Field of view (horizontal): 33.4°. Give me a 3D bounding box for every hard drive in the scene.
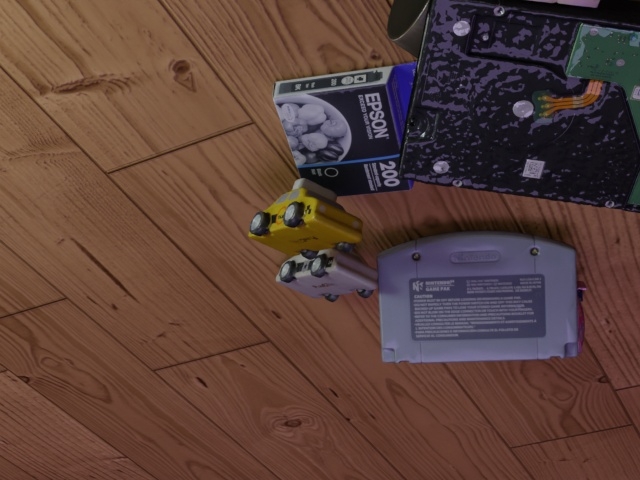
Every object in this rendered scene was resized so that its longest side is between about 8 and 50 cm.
[{"bbox_3d":[0.268,-0.151,1.153,0.339,0.064,0.237,8,131,1],"label":"hard drive"}]

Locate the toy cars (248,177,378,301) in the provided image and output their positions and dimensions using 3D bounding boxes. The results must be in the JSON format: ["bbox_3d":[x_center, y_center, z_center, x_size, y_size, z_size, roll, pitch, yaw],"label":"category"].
[{"bbox_3d":[0.000,0.000,1.542,0.176,0.087,0.393,13,163,13],"label":"toy cars"}]

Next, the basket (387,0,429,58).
[{"bbox_3d":[0.204,-0.239,1.223,0.227,0.154,0.204,22,140,-17],"label":"basket"}]

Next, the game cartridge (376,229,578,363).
[{"bbox_3d":[0.236,0.084,1.608,0.297,0.198,0.062,-2,-174,7],"label":"game cartridge"}]

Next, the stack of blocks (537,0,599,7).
[{"bbox_3d":[0.263,-0.326,1.086,0.297,0.171,0.087,6,141,-5],"label":"stack of blocks"}]

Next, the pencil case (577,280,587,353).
[{"bbox_3d":[0.279,0.124,1.696,0.284,0.124,0.124,-4,141,8],"label":"pencil case"}]

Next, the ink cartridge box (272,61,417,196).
[{"bbox_3d":[0.061,-0.143,1.430,0.208,0.045,0.206,-7,140,11],"label":"ink cartridge box"}]
